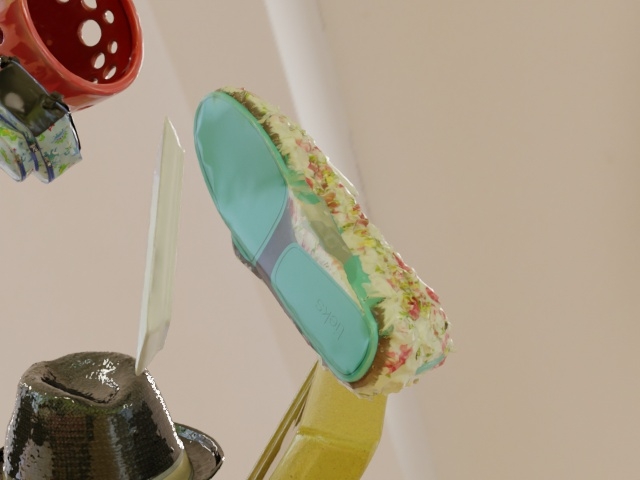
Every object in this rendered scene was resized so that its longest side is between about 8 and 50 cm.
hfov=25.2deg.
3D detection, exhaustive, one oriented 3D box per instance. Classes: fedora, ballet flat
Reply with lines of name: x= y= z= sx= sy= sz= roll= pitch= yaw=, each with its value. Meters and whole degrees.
fedora: x=-0.278 y=0.223 z=1.727 sx=0.334 sy=0.334 sz=0.153 roll=-1 pitch=-75 yaw=20
ballet flat: x=0.000 y=0.000 z=0.861 sx=0.077 sy=0.241 sz=0.091 roll=1 pitch=-45 yaw=-39

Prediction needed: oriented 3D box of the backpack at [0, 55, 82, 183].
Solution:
backpack: x=-0.304 y=-0.111 z=1.471 sx=0.105 sy=0.084 sz=0.114 roll=39 pitch=-19 yaw=27

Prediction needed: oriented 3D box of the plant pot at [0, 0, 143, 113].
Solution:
plant pot: x=-0.326 y=-0.227 z=1.643 sx=0.174 sy=0.191 sz=0.191 roll=-22 pitch=-49 yaw=37

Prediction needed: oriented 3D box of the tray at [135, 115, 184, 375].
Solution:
tray: x=-0.182 y=0.008 z=1.636 sx=0.030 sy=0.270 sz=0.145 roll=7 pitch=-26 yaw=-10

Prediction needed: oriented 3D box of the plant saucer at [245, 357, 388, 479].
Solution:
plant saucer: x=-0.029 y=0.278 z=1.690 sx=0.081 sy=0.333 sz=0.333 roll=29 pitch=-70 yaw=-3
